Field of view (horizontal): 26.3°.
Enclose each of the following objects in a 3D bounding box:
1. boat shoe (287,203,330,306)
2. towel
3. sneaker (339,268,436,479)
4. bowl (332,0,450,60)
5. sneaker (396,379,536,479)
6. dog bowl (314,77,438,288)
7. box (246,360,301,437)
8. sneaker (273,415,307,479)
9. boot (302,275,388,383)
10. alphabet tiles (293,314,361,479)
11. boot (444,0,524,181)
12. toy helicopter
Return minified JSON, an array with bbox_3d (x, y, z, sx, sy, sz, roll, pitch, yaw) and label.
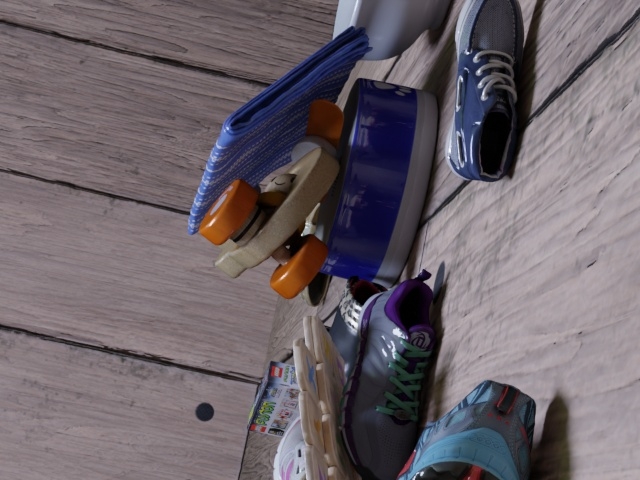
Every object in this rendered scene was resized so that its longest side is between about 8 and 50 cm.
[{"bbox_3d":[0.000,0.000,2.434,0.089,0.104,0.285,53,150,30],"label":"boat shoe"},{"bbox_3d":[-0.059,-0.135,1.794,0.243,0.040,0.336,-38,-9,-24],"label":"towel"},{"bbox_3d":[0.076,0.137,1.403,0.098,0.083,0.224,-46,34,51],"label":"sneaker"},{"bbox_3d":[0.112,-0.370,1.869,0.298,0.134,0.298,-167,90,-84],"label":"bowl"},{"bbox_3d":[0.103,0.197,1.032,0.125,0.104,0.262,-60,-2,-37],"label":"sneaker"},{"bbox_3d":[0.069,-0.076,1.791,0.265,0.104,0.265,-167,90,-84],"label":"dog bowl"},{"bbox_3d":[-0.042,0.252,2.111,0.207,0.114,0.036,113,168,-59],"label":"box"},{"bbox_3d":[0.002,0.307,1.695,0.252,0.103,0.111,-92,19,-45],"label":"sneaker"},{"bbox_3d":[0.038,0.122,1.778,0.236,0.085,0.179,-106,31,-65],"label":"boot"},{"bbox_3d":[0.018,0.226,1.418,0.278,0.021,0.284,66,-165,-59],"label":"alphabet tiles"},{"bbox_3d":[0.163,-0.147,1.273,0.086,0.069,0.190,-148,63,-77],"label":"boot"},{"bbox_3d":[-0.064,-0.050,1.765,0.235,0.140,0.355,-56,12,-15],"label":"toy helicopter"}]
